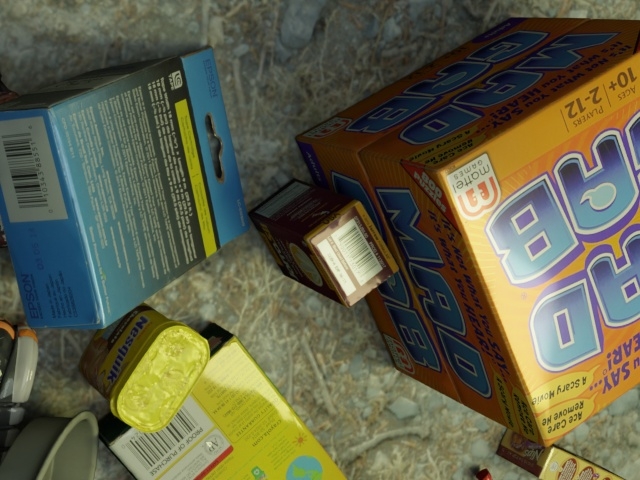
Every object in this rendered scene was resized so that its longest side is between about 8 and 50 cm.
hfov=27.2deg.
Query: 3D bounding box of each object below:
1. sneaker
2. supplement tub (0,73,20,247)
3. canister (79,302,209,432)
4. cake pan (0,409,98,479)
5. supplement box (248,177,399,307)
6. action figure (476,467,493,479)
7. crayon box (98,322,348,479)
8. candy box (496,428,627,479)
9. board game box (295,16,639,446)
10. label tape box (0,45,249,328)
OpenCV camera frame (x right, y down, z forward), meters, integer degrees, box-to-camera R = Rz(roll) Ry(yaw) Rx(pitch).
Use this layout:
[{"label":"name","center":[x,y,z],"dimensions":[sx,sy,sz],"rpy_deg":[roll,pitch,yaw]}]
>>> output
[{"label":"sneaker","center":[-0.437,0.233,1.475],"dimensions":[0.180,0.124,0.321],"rpy_deg":[13,83,-23]},{"label":"supplement tub","center":[-0.365,-0.095,1.444],"dimensions":[0.106,0.106,0.198],"rpy_deg":[-16,105,-22]},{"label":"canister","center":[-0.208,0.139,1.525],"dimensions":[0.073,0.170,0.126],"rpy_deg":[36,83,-26]},{"label":"cake pan","center":[-0.322,0.324,1.466],"dimensions":[0.054,0.293,0.293],"rpy_deg":[15,93,6]},{"label":"supplement box","center":[0.000,0.000,1.588],"dimensions":[0.081,0.188,0.104],"rpy_deg":[-36,113,-14]},{"label":"action figure","center":[0.301,0.443,1.880],"dimensions":[0.280,0.139,0.091],"rpy_deg":[44,82,-3]},{"label":"crayon box","center":[-0.106,0.288,1.651],"dimensions":[0.202,0.081,0.318],"rpy_deg":[-41,113,-14]},{"label":"candy box","center":[0.353,0.326,1.862],"dimensions":[0.186,0.109,0.053],"rpy_deg":[26,88,-28]},{"label":"board game box","center":[0.252,-0.034,1.610],"dimensions":[0.356,0.356,0.356],"rpy_deg":[-31,111,-18]},{"label":"label tape box","center":[-0.221,-0.069,1.494],"dimensions":[0.333,0.106,0.241],"rpy_deg":[-37,120,-59]}]
